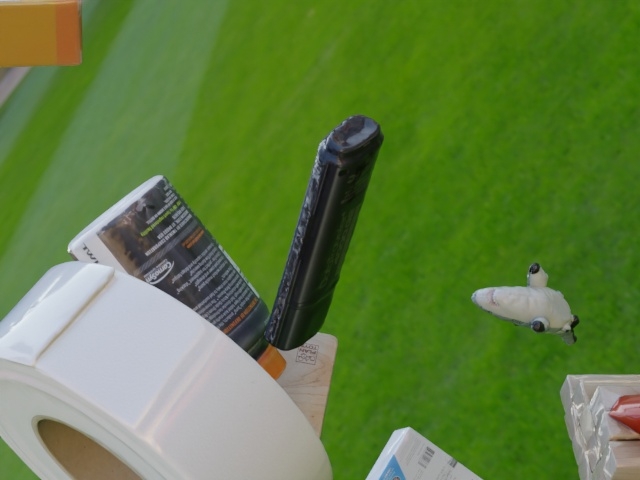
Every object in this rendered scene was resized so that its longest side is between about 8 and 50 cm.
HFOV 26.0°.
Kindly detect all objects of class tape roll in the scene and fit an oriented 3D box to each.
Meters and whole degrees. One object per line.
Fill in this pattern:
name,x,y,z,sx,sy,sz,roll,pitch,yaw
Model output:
tape roll,-0.133,0.147,1.060,0.100,0.286,0.286,-50,14,-27

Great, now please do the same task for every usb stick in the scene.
usb stick,0.000,0.000,1.292,0.077,0.045,0.278,-37,-25,-39

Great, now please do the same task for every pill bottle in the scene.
pill bottle,-0.141,0.063,1.454,0.130,0.245,0.130,-37,9,6

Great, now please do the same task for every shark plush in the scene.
shark plush,0.224,0.071,1.443,0.067,0.161,0.073,-16,73,32

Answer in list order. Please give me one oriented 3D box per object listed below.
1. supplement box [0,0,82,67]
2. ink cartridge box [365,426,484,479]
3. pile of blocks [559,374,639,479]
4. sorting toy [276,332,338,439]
supplement box,-0.351,-0.215,1.343,0.080,0.234,0.078,-111,22,-46
ink cartridge box,0.163,0.365,2.006,0.104,0.180,0.060,-56,9,-23
pile of blocks,0.336,0.142,0.879,0.112,0.362,0.149,103,-171,-47
sorting toy,-0.129,0.217,1.555,0.089,0.257,0.255,95,-174,-65
